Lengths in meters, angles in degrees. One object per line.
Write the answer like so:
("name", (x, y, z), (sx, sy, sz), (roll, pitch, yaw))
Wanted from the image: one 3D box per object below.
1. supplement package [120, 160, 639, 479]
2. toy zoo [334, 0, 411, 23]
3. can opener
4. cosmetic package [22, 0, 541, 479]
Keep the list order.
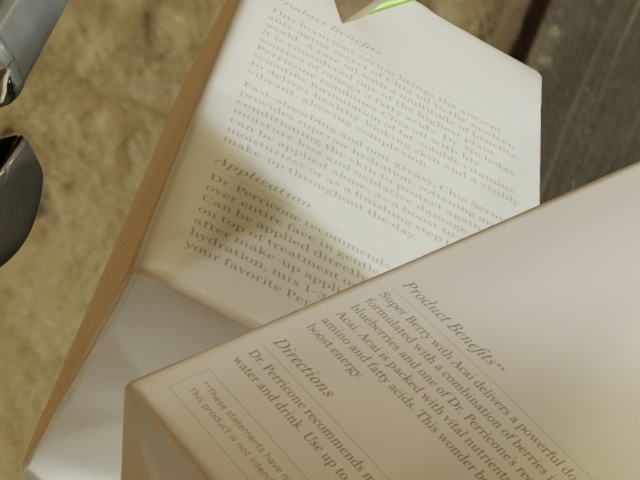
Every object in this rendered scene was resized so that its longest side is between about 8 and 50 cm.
("supplement package", (0.097, 0.107, 0.578), (0.293, 0.175, 0.177), (-22, 49, -30))
("toy zoo", (0.162, -0.187, 0.891), (0.293, 0.192, 0.030), (-19, 92, -12))
("can opener", (-0.189, -0.076, 0.931), (0.076, 0.283, 0.095), (-17, 119, 17))
("cosmetic package", (0.000, 0.000, 1.022), (0.230, 0.453, 0.161), (28, 121, -8))
